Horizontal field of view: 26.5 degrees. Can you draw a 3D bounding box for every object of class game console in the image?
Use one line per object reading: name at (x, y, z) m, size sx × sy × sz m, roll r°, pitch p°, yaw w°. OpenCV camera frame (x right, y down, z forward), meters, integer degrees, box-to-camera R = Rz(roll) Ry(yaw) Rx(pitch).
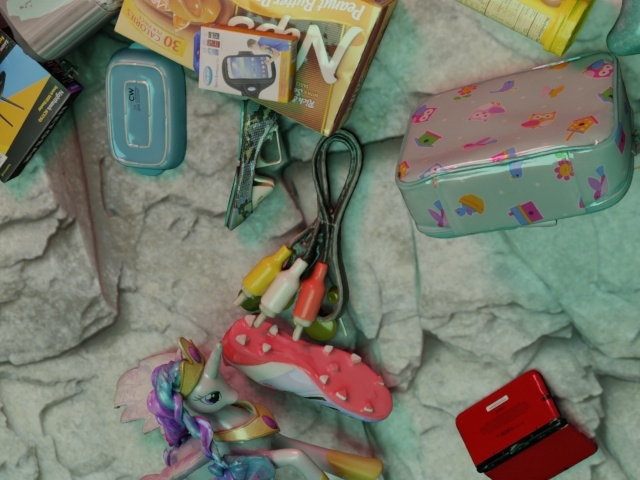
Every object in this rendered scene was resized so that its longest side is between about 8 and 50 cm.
game console at (0.276, 0.260, 1.831) m, size 0.144 × 0.085 × 0.124 m, roll -36°, pitch 64°, yaw 25°

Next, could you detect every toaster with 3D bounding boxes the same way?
toaster at (-0.343, -0.337, 1.761) m, size 0.146 × 0.129 × 0.227 m, roll -31°, pitch 95°, yaw 22°

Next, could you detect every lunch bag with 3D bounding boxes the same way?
lunch bag at (0.238, -0.115, 1.601) m, size 0.279 × 0.224 × 0.108 m, roll -11°, pitch 123°, yaw 21°

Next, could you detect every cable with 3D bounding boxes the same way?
cable at (0.000, 0.000, 1.784) m, size 0.139 × 0.072 × 0.287 m, roll 29°, pitch 110°, yaw 8°

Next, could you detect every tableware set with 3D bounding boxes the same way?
tableware set at (-0.037, 0.096, 1.872) m, size 0.154 × 0.024 × 0.104 m, roll -12°, pitch 101°, yaw 23°

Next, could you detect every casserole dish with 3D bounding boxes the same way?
casserole dish at (-0.240, -0.174, 1.835) m, size 0.114 × 0.037 × 0.188 m, roll 7°, pitch 109°, yaw 15°

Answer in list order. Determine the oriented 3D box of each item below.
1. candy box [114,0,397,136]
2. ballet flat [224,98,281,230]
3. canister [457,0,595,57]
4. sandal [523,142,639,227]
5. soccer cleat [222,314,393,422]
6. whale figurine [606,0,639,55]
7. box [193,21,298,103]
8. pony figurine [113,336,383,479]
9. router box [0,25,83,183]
candy box at (-0.083, -0.285, 1.715) m, size 0.316 × 0.087 × 0.183 m, roll 27°, pitch 115°, yaw 7°
ballet flat at (-0.085, -0.095, 1.799) m, size 0.070 × 0.070 × 0.188 m, roll 16°, pitch 116°, yaw 12°
canister at (0.229, -0.290, 1.592) m, size 0.170 × 0.126 × 0.073 m, roll 29°, pitch 115°, yaw 9°
sandal at (0.291, -0.055, 1.667) m, size 0.265 × 0.102 × 0.076 m, roll -14°, pitch 109°, yaw 21°
soccer cleat at (-0.020, 0.183, 1.850) m, size 0.248 × 0.083 × 0.095 m, roll 25°, pitch 144°, yaw -1°
whale figurine at (0.463, -0.226, 1.521) m, size 0.272 × 0.141 × 0.216 m, roll 15°, pitch 113°, yaw 6°
box at (-0.097, -0.221, 1.679) m, size 0.136 × 0.028 × 0.081 m, roll 10°, pitch 114°, yaw 13°
pony figurine at (-0.153, 0.286, 1.848) m, size 0.351 × 0.303 × 0.363 m, roll -29°, pitch 122°, yaw 35°
router box at (-0.432, -0.189, 1.886) m, size 0.133 × 0.046 × 0.179 m, roll 42°, pitch 115°, yaw 1°
